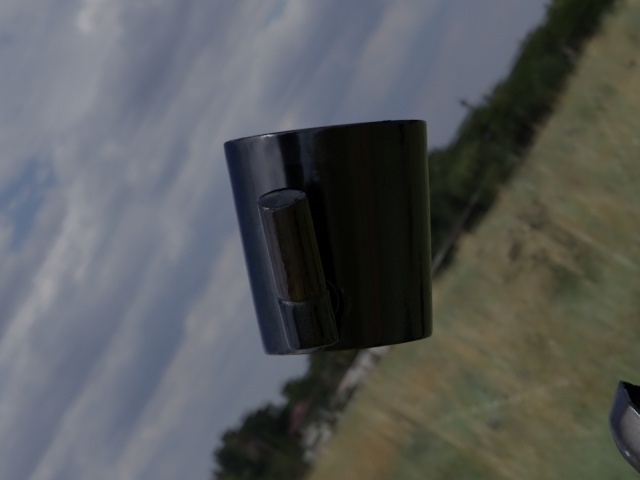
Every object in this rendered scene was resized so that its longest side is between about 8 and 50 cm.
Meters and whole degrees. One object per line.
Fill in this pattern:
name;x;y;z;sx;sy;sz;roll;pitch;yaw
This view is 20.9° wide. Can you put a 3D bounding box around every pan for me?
pan;0.296;0.189;1.451;0.048;0.128;0.202;-54;8;12

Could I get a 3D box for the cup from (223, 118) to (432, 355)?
cup;-0.011;0.001;1.385;0.239;0.166;0.177;-7;-89;-51
